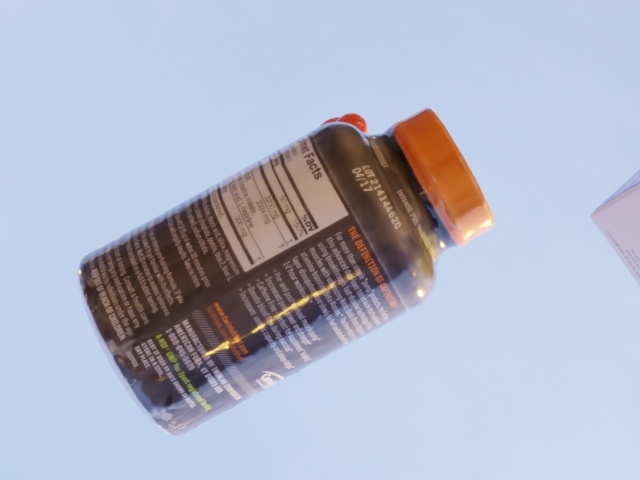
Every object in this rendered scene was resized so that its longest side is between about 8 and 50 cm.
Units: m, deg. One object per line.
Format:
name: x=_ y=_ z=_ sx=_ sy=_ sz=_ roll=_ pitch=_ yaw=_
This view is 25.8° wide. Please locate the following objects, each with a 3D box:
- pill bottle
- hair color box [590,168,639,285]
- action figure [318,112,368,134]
pill bottle: x=-0.017 y=0.011 z=0.877 sx=0.246 sy=0.130 sz=0.130 roll=-28 pitch=-139 yaw=2
hair color box: x=0.402 y=-0.037 z=1.110 sx=0.110 sy=0.339 sz=0.185 roll=-36 pitch=-90 yaw=-41
action figure: x=0.000 y=0.000 z=1.151 sx=0.091 sy=0.280 sz=0.139 roll=40 pitch=-114 yaw=20
